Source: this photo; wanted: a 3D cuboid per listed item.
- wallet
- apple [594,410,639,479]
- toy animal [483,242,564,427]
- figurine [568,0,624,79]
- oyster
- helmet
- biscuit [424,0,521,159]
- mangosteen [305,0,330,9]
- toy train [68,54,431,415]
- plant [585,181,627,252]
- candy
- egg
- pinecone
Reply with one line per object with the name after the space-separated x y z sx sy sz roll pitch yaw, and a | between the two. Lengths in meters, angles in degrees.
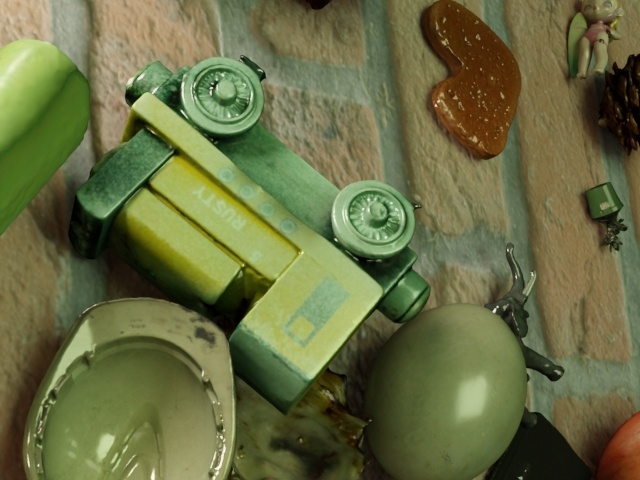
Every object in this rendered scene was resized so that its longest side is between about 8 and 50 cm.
0.269 0.347 2.017 0.149 0.044 0.250 49 48 -16 | wallet
0.565 0.373 2.094 0.364 0.364 0.363 17 65 -40 | apple
0.248 0.143 2.036 0.137 0.082 0.269 46 50 -25 | toy animal
0.423 -0.312 2.379 0.083 0.083 0.187 39 46 -29 | figurine
-0.038 0.229 1.677 0.221 0.096 0.361 28 33 -23 | oyster
-0.183 0.200 1.551 0.204 0.137 0.257 13 65 3 | helmet
0.198 -0.225 2.147 0.186 0.036 0.192 37 53 -27 | biscuit
0.053 -0.451 1.921 0.307 0.307 0.346 -5 109 -45 | mangosteen
-0.080 -0.014 1.635 0.397 0.160 0.253 40 64 4 | toy train
0.427 -0.033 2.296 0.051 0.051 0.102 -24 96 -46 | plant
-0.340 -0.052 1.484 0.132 0.142 0.343 54 46 -28 | candy
0.149 0.182 1.849 0.186 0.186 0.253 44 53 -25 | egg
0.502 -0.208 2.349 0.174 0.174 0.173 17 65 -40 | pinecone
